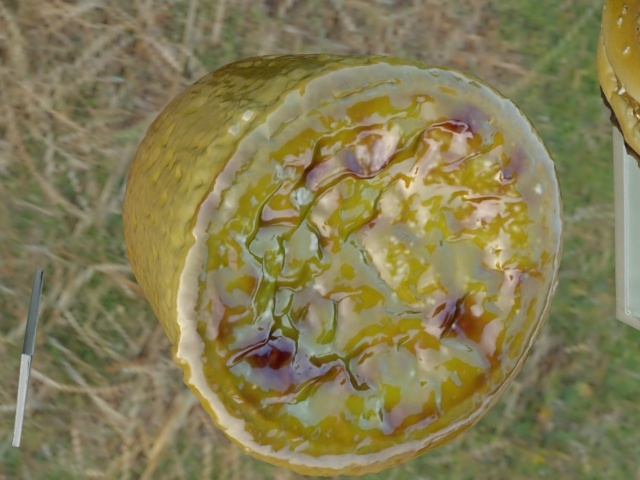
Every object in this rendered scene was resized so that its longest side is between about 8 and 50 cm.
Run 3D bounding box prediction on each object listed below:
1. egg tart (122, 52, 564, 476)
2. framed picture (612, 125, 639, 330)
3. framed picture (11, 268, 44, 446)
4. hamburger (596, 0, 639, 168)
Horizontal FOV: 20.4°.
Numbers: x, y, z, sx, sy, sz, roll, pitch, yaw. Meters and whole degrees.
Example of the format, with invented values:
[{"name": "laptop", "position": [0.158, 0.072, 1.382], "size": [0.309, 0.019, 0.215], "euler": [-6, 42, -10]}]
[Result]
[{"name": "egg tart", "position": [0.000, 0.000, 0.851], "size": [0.203, 0.147, 0.202], "euler": [-7, 107, -24]}, {"name": "framed picture", "position": [0.420, 0.022, 1.932], "size": [0.024, 0.232, 0.315], "euler": [-41, 141, -29]}, {"name": "framed picture", "position": [-0.283, 0.112, 1.712], "size": [0.011, 0.149, 0.109], "euler": [8, 121, -8]}, {"name": "hamburger", "position": [0.269, -0.128, 1.112], "size": [0.191, 0.182, 0.118], "euler": [-39, 165, -17]}]
